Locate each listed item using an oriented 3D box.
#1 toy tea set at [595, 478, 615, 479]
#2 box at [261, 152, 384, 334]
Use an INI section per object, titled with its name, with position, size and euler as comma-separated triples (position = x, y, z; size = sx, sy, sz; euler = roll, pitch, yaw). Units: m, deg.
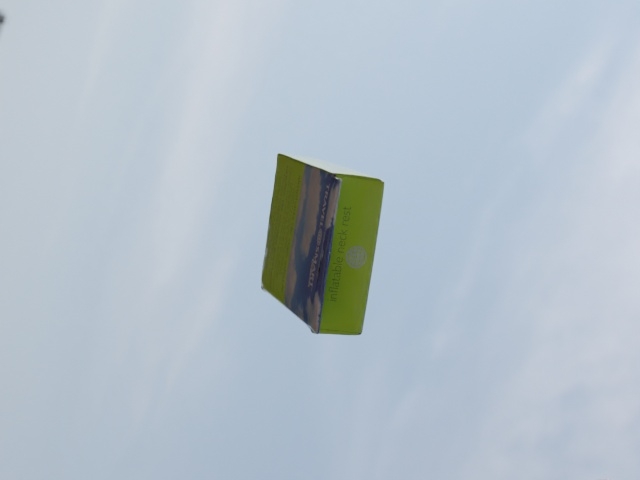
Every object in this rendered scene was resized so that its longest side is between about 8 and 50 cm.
[toy tea set]
position = 0.305, 0.206, 1.042
size = 0.336, 0.200, 0.124
euler = -33, -123, 19
[box]
position = 0.000, 0.000, 1.026
size = 0.178, 0.042, 0.109
euler = -150, -113, -73
